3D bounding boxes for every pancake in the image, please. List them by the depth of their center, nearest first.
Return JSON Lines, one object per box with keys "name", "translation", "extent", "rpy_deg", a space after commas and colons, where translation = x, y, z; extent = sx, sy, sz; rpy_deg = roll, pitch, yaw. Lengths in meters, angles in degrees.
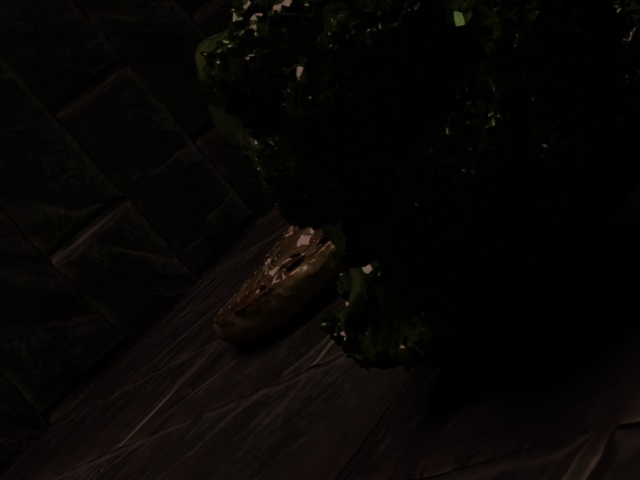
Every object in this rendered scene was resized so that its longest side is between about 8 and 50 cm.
{"name": "pancake", "translation": [0.000, 0.001, 1.468], "extent": [0.387, 0.082, 0.387], "rpy_deg": [-42, 10, 10]}

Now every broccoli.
{"name": "broccoli", "translation": [0.081, -0.089, 0.752], "extent": [0.310, 0.321, 0.413], "rpy_deg": [-29, 6, 30]}

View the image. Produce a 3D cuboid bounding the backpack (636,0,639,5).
{"name": "backpack", "translation": [0.315, -0.360, 1.397], "extent": [0.363, 0.255, 0.445], "rpy_deg": [-31, -2, 43]}
